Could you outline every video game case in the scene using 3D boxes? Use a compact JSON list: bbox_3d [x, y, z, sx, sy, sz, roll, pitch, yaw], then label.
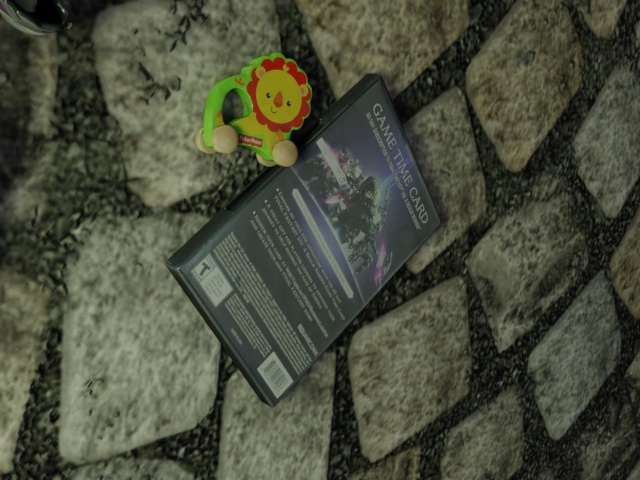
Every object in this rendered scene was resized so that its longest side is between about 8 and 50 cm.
[{"bbox_3d":[0.000,0.000,0.825,0.274,0.026,0.196,-46,130,-23],"label":"video game case"}]

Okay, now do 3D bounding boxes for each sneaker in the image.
[{"bbox_3d":[-0.201,-0.167,0.553,0.098,0.069,0.038,31,82,-44],"label":"sneaker"}]

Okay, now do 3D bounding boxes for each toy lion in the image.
[{"bbox_3d":[-0.052,-0.115,0.736,0.100,0.034,0.096,8,88,-39],"label":"toy lion"}]
